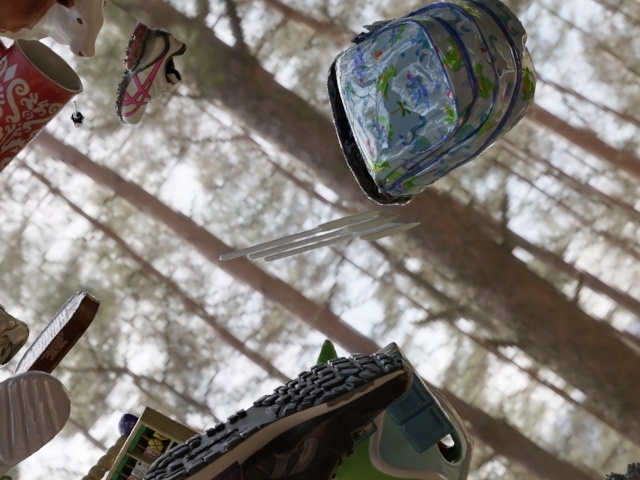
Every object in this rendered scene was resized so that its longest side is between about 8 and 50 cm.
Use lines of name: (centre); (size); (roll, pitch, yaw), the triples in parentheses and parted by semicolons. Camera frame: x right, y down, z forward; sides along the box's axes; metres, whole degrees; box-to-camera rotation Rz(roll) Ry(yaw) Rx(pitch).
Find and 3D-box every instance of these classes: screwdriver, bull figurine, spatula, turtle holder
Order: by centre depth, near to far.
bull figurine: (-0.404, -0.313, 1.476); (0.188, 0.310, 0.101); (-40, 14, 18)
turtle holder: (0.064, 0.293, 1.551); (0.320, 0.227, 0.243); (-63, -8, -71)
spatula: (0.000, 0.000, 1.674); (0.242, 0.019, 0.168); (-17, -9, 24)
screwdriver: (-0.398, -0.212, 2.030); (0.025, 0.024, 0.170); (-36, 0, -16)

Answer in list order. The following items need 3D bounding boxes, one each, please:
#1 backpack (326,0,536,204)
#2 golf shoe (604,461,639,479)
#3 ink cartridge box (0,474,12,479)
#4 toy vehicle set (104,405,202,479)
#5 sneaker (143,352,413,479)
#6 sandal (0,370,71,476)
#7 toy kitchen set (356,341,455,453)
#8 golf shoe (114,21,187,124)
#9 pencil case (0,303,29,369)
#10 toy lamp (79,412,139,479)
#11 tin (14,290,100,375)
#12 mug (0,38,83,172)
backpack: (0.172, -0.237, 1.948); (0.355, 0.290, 0.273); (-20, -8, 36)
golf shoe: (0.376, 0.265, 1.268); (0.176, 0.086, 0.069); (-22, 21, 40)
ink cartridge box: (-0.538, 0.386, 1.880); (0.109, 0.209, 0.062); (-27, 52, 50)
toy vehicle set: (-0.274, 0.409, 2.110); (0.267, 0.166, 0.035); (-58, 5, 37)
sneaker: (-0.024, 0.217, 1.232); (0.283, 0.124, 0.107); (-28, 14, -7)
sandal: (-0.353, 0.205, 1.248); (0.265, 0.102, 0.076); (-29, 12, 12)
toy kitchen set: (0.043, 0.240, 1.369); (0.207, 0.122, 0.166); (-36, 15, 4)
golf shoe: (-0.249, -0.229, 1.799); (0.186, 0.086, 0.067); (116, 170, -49)
pencil case: (-0.625, 0.058, 1.934); (0.160, 0.410, 0.183); (-22, -26, -55)
toy lamp: (-0.398, 0.415, 2.135); (0.275, 0.080, 0.080); (-51, -14, -38)
tin: (-0.433, 0.162, 2.023); (0.190, 0.040, 0.106); (-51, 16, 0)
mug: (-0.426, -0.190, 1.665); (0.169, 0.150, 0.113); (-46, -15, 15)
